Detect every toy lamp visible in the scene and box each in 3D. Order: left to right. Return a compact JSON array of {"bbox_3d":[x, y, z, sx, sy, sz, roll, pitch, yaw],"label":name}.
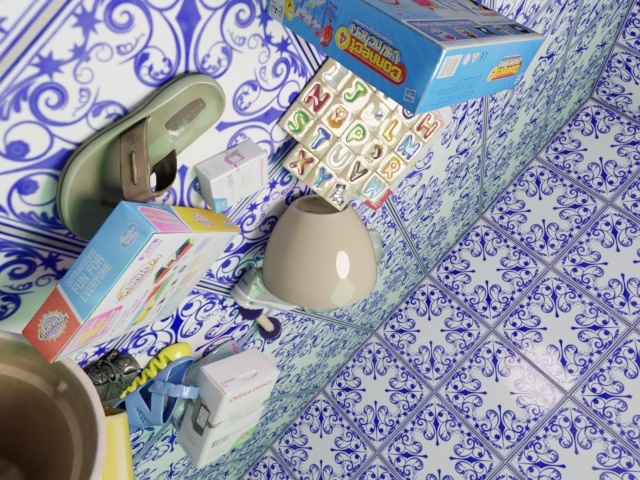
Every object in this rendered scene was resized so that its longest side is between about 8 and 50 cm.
[{"bbox_3d":[-0.172,0.248,1.302,0.080,0.080,0.275,-42,155,-10],"label":"toy lamp"}]

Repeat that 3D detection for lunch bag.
[{"bbox_3d":[-0.329,0.428,1.278,0.279,0.108,0.224,-34,147,-32],"label":"lunch bag"}]

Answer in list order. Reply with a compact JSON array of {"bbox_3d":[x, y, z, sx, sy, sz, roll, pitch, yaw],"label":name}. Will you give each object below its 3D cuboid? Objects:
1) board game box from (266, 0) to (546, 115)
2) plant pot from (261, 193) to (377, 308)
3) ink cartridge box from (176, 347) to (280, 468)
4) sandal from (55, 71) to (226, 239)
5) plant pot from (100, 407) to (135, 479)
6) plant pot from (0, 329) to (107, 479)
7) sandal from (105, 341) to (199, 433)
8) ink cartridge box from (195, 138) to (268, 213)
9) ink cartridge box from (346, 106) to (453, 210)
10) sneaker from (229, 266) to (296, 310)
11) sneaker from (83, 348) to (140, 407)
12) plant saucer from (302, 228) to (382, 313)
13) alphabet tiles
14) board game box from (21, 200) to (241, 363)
[{"bbox_3d":[0.132,-0.326,0.651,0.308,0.302,0.086,-25,148,-39],"label":"board game box"},{"bbox_3d":[0.000,0.000,1.017,0.284,0.284,0.191,-24,126,-41],"label":"plant pot"},{"bbox_3d":[-0.253,0.453,1.181,0.198,0.114,0.273,-7,125,-52],"label":"ink cartridge box"},{"bbox_3d":[-0.247,-0.117,0.610,0.303,0.086,0.120,-46,156,-3],"label":"sandal"},{"bbox_3d":[-0.482,0.466,0.846,0.253,0.239,0.254,0,166,0],"label":"plant pot"},{"bbox_3d":[-0.494,0.340,0.565,0.333,0.334,0.305,-16,151,-49],"label":"plant pot"},{"bbox_3d":[-0.423,0.405,1.060,0.317,0.138,0.126,-45,158,0],"label":"sandal"},{"bbox_3d":[-0.160,-0.119,0.793,0.122,0.052,0.089,-33,153,-26],"label":"ink cartridge box"},{"bbox_3d":[0.155,-0.241,1.027,0.306,0.131,0.226,-52,155,8],"label":"ink cartridge box"},{"bbox_3d":[-0.111,0.122,1.175,0.115,0.105,0.281,-55,154,18],"label":"sneaker"},{"bbox_3d":[-0.461,0.280,0.871,0.130,0.087,0.227,-49,159,-1],"label":"sneaker"},{"bbox_3d":[0.110,0.142,1.575,0.400,0.100,0.400,-38,154,-22],"label":"plant saucer"},{"bbox_3d":[0.091,-0.237,0.870,0.285,0.011,0.342,36,99,-29],"label":"alphabet tiles"},{"bbox_3d":[-0.283,0.052,0.719,0.242,0.064,0.316,-49,174,7],"label":"board game box"}]
